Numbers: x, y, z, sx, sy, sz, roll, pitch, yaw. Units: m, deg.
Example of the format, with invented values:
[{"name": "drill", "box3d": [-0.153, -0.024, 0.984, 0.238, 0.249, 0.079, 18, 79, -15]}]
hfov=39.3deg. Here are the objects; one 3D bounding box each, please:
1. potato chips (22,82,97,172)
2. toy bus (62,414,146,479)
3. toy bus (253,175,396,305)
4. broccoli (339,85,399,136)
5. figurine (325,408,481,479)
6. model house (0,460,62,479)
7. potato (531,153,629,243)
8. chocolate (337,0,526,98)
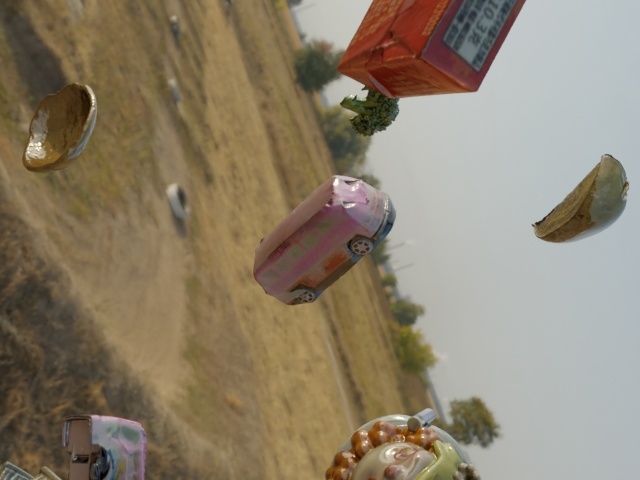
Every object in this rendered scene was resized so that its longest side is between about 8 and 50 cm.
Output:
[{"name": "potato chips", "box3d": [-0.487, -0.206, 1.701, 0.208, 0.195, 0.062, 27, -9, 47]}, {"name": "toy bus", "box3d": [-0.315, 0.389, 1.285, 0.112, 0.090, 0.274, 10, 74, -47]}, {"name": "toy bus", "box3d": [0.000, 0.000, 1.718, 0.147, 0.302, 0.128, 31, 39, -21]}, {"name": "broccoli", "box3d": [0.074, -0.203, 1.364, 0.097, 0.092, 0.095, -97, -152, -72]}, {"name": "figurine", "box3d": [0.145, 0.396, 1.211, 0.205, 0.224, 0.382, 53, -3, -24]}, {"name": "model house", "box3d": [-0.518, 0.448, 1.477, 0.229, 0.188, 0.122, 9, -45, 45]}, {"name": "potato", "box3d": [0.521, -0.040, 1.752, 0.261, 0.120, 0.100, -58, -173, 51]}, {"name": "chocolate", "box3d": [0.153, -0.293, 1.122, 0.108, 0.237, 0.235, 33, -8, -22]}]
